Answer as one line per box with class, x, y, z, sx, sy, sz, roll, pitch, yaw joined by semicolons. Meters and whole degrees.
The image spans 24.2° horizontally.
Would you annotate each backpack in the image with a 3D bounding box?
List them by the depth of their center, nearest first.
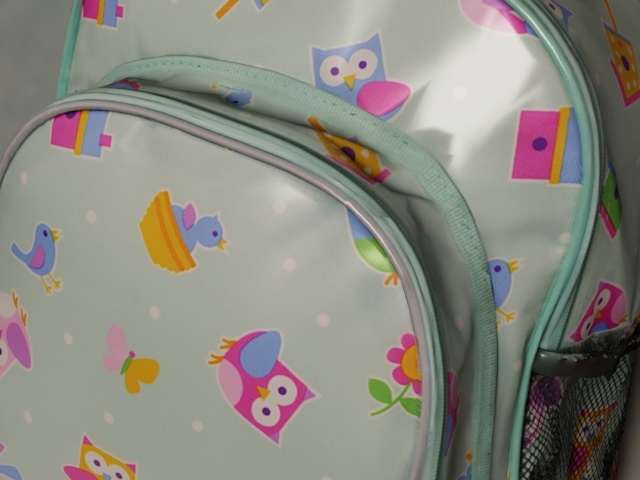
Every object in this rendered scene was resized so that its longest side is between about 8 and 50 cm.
backpack;0.000;0.000;0.384;0.165;0.144;0.188;20;108;25
